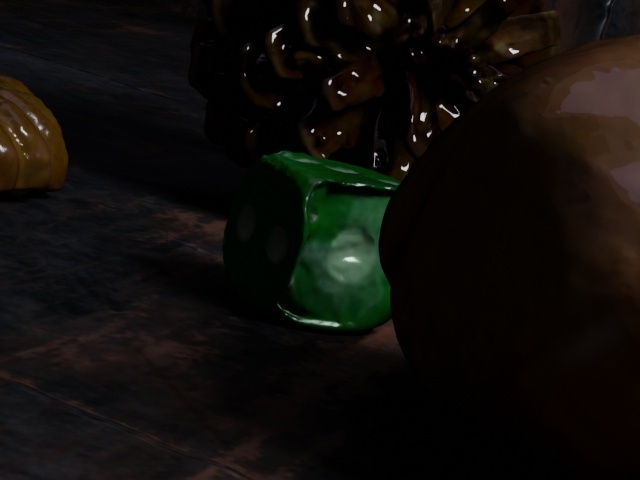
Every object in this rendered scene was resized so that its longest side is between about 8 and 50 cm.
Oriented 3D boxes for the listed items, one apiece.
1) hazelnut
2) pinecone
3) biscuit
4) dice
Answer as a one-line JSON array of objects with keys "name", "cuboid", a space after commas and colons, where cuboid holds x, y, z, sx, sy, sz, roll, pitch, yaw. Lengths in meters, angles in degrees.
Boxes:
[{"name": "hazelnut", "cuboid": [0.220, 0.031, 1.158, 0.372, 0.315, 0.372, 43, 12, -11]}, {"name": "pinecone", "cuboid": [0.074, -0.184, 1.753, 0.397, 0.398, 0.398, 14, 12, -3]}, {"name": "biscuit", "cuboid": [-0.396, -0.121, 1.569, 0.325, 0.107, 0.326, 11, 10, -2]}, {"name": "dice", "cuboid": [0.000, 0.000, 1.402, 0.128, 0.131, 0.120, 5, 13, -35]}]
